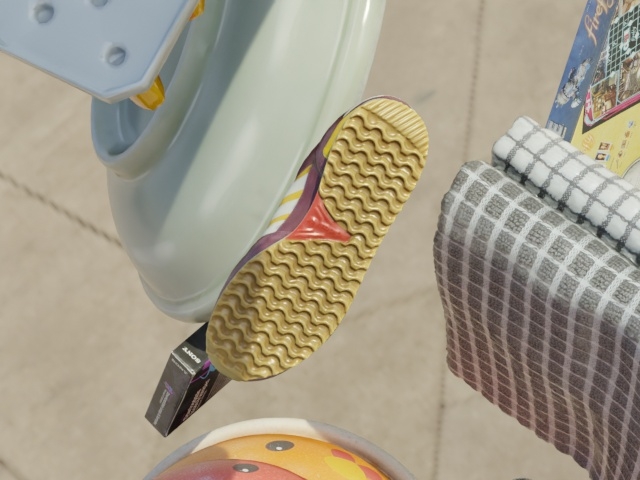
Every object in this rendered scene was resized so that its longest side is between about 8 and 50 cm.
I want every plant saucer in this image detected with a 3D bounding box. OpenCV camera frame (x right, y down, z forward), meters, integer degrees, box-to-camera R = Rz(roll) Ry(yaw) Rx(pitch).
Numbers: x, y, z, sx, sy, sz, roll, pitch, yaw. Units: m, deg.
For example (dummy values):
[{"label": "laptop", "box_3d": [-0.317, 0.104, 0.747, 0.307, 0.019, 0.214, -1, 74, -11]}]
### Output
[{"label": "plant saucer", "box_3d": [-0.085, -0.142, 1.278, 0.400, 0.101, 0.400, -42, 39, 48]}]

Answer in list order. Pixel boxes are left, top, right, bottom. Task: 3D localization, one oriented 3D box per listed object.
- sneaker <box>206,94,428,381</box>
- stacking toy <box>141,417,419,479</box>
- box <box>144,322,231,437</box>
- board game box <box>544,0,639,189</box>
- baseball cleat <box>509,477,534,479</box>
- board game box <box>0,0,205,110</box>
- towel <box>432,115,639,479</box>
[{"label": "sneaker", "box_3d": [0.000, 0.000, 0.991, 0.185, 0.069, 0.084, -53, 5, 4]}, {"label": "stacking toy", "box_3d": [-0.090, 0.299, 1.317, 0.351, 0.480, 0.350, -3, 80, 15]}, {"label": "box", "box_3d": [-0.066, 0.075, 1.354, 0.162, 0.029, 0.116, -42, -12, -34]}, {"label": "board game box", "box_3d": [0.310, -0.145, 1.711, 0.042, 0.165, 0.243, 38, 116, 49]}, {"label": "baseball cleat", "box_3d": [0.183, 0.289, 1.348, 0.072, 0.206, 0.109, -20, 5, -21]}, {"label": "board game box", "box_3d": [-0.157, -0.302, 0.861, 0.390, 0.050, 0.390, 26, 81, 17]}, {"label": "towel", "box_3d": [0.198, 0.075, 1.251, 0.235, 0.283, 0.121, 35, 65, 25]}]
